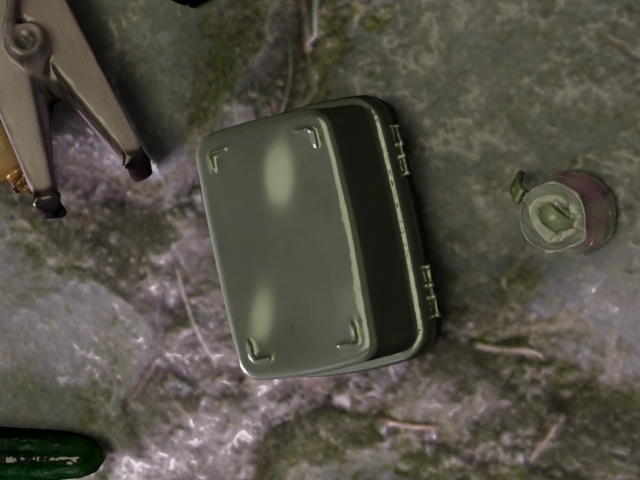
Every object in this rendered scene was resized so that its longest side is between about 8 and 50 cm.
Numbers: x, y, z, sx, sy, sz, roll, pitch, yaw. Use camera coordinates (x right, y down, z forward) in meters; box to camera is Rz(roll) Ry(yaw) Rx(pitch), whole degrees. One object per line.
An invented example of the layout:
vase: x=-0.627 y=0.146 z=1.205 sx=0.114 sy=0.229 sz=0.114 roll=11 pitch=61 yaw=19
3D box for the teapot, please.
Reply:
teapot: x=0.168 y=-0.023 z=1.097 sx=0.083 sy=0.064 sz=0.064 roll=35 pitch=108 yaw=20

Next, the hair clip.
hair clip: x=-0.251 y=-0.183 z=1.273 sx=0.101 sy=0.085 sz=0.331 roll=-25 pitch=81 yaw=-3

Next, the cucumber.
cucumber: x=-0.317 y=0.186 z=1.370 sx=0.284 sy=0.056 sz=0.056 roll=0 pitch=95 yaw=26

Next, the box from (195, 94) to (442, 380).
box: x=0.000 y=0.000 z=1.148 sx=0.148 sy=0.129 sz=0.210 roll=-13 pitch=88 yaw=26

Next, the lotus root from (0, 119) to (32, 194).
lotus root: x=-0.284 y=-0.099 z=1.317 sx=0.150 sy=0.073 sz=0.062 roll=55 pitch=158 yaw=11

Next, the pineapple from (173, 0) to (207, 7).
pineapple: x=-0.156 y=-0.306 z=1.119 sx=0.262 sy=0.271 sz=0.262 roll=3 pitch=97 yaw=27
